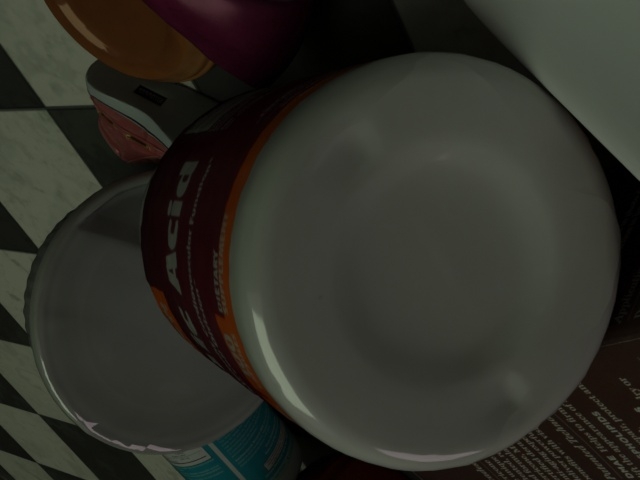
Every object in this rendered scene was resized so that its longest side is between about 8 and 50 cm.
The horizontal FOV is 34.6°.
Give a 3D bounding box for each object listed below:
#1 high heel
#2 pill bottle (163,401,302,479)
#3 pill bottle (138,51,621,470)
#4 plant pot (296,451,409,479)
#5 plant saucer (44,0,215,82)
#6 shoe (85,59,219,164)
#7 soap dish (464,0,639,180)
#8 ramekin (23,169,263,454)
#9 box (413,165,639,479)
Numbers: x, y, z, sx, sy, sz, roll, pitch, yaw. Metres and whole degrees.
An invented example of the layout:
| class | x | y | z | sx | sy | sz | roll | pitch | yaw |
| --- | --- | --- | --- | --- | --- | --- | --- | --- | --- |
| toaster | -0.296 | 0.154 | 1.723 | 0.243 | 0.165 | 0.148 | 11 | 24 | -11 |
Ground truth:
| class | x | y | z | sx | sy | sz | roll | pitch | yaw |
| --- | --- | --- | --- | --- | --- | --- | --- | --- | --- |
| high heel | -0.181 | -0.236 | 0.729 | 0.377 | 0.127 | 0.181 | 27 | 138 | 8 |
| pill bottle | -0.147 | 0.229 | 1.324 | 0.146 | 0.146 | 0.264 | -2 | 133 | 45 |
| pill bottle | 0.000 | 0.000 | 0.706 | 0.224 | 0.224 | 0.392 | 45 | 169 | -17 |
| plant pot | 0.029 | 0.422 | 1.331 | 0.267 | 0.236 | 0.267 | 38 | 150 | -6 |
| plant saucer | -0.168 | -0.207 | 0.854 | 0.200 | 0.037 | 0.200 | 24 | 148 | 17 |
| shoe | -0.141 | -0.100 | 0.955 | 0.178 | 0.063 | 0.081 | 31 | 151 | 17 |
| soap dish | 0.199 | -0.118 | 0.452 | 0.291 | 0.118 | 0.229 | 49 | 159 | 22 |
| ramekin | -0.166 | 0.065 | 1.020 | 0.273 | 0.273 | 0.127 | 50 | 159 | -23 |
| box | 0.197 | 0.062 | 0.721 | 0.143 | 0.191 | 0.381 | 44 | 148 | -15 |
